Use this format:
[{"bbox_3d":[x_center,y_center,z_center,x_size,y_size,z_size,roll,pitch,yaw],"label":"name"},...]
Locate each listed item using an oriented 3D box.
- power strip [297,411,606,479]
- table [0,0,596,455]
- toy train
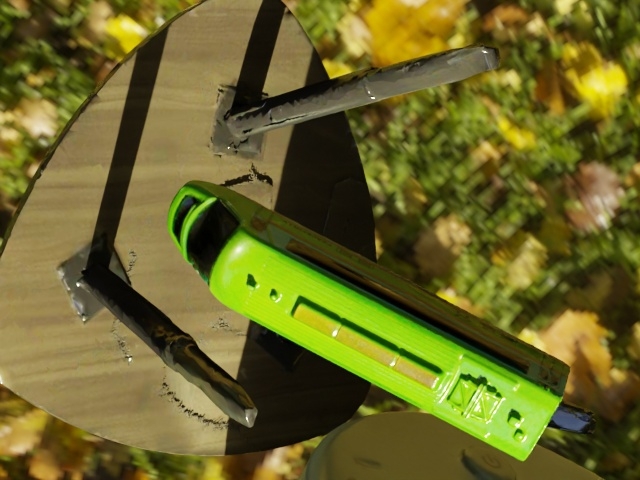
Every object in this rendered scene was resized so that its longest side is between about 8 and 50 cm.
[{"bbox_3d":[0.118,0.272,1.246,0.357,0.357,0.161,35,113,20],"label":"power strip"},{"bbox_3d":[0.000,0.000,1.183,0.249,0.317,0.317,11,80,52],"label":"table"},{"bbox_3d":[0.016,0.037,0.935,0.209,0.042,0.044,27,116,1],"label":"toy train"}]
